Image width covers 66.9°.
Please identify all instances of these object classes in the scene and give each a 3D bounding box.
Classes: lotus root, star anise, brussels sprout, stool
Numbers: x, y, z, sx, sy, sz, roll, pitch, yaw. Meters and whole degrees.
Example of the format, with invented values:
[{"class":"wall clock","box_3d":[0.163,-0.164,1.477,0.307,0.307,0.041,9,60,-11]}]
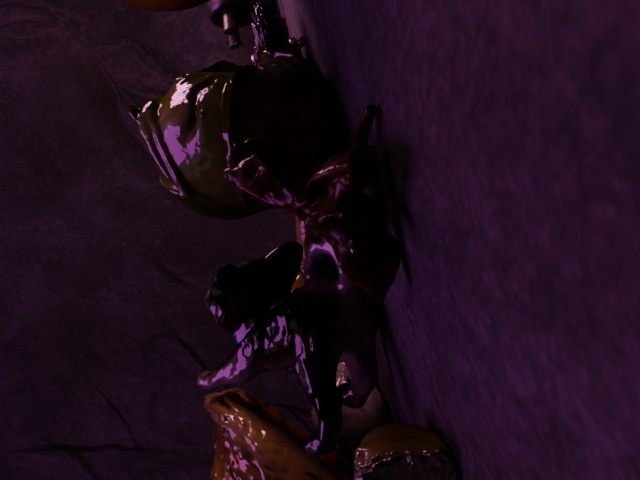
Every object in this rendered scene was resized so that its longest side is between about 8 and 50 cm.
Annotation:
[{"class":"lotus root","box_3d":[0.000,0.000,0.883,0.110,0.097,0.258,-106,7,-73]},{"class":"star anise","box_3d":[0.010,-0.037,0.462,0.213,0.111,0.196,9,138,54]},{"class":"brussels sprout","box_3d":[-0.106,-0.143,0.683,0.294,0.260,0.226,-29,-64,-74]},{"class":"stool","box_3d":[-0.164,-0.533,1.108,0.228,0.154,0.139,-20,-86,-51]}]

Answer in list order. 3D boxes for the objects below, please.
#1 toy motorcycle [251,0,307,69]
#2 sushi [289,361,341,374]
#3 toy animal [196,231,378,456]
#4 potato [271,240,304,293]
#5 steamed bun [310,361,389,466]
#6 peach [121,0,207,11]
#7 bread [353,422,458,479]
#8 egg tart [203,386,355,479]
[{"class":"toy motorcycle","box_3d":[-0.064,-0.266,0.853,0.298,0.089,0.170,86,168,-67]},{"class":"sushi","box_3d":[-0.055,0.317,1.532,0.373,0.099,0.296,32,-174,18]},{"class":"toy animal","box_3d":[-0.059,0.109,0.757,0.345,0.194,0.302,10,105,38]},{"class":"potato","box_3d":[-0.029,0.169,1.478,0.368,0.177,0.195,67,163,9]},{"class":"steamed bun","box_3d":[0.053,0.344,0.961,0.218,0.145,0.211,-110,8,-54]},{"class":"peach","box_3d":[-0.198,-0.470,0.618,0.307,0.308,0.332,85,-159,-68]},{"class":"bread","box_3d":[0.087,0.236,0.502,0.110,0.103,0.156,-86,-9,-63]},{"class":"egg tart","box_3d":[-0.057,0.439,0.864,0.443,0.178,0.443,35,165,11]}]
